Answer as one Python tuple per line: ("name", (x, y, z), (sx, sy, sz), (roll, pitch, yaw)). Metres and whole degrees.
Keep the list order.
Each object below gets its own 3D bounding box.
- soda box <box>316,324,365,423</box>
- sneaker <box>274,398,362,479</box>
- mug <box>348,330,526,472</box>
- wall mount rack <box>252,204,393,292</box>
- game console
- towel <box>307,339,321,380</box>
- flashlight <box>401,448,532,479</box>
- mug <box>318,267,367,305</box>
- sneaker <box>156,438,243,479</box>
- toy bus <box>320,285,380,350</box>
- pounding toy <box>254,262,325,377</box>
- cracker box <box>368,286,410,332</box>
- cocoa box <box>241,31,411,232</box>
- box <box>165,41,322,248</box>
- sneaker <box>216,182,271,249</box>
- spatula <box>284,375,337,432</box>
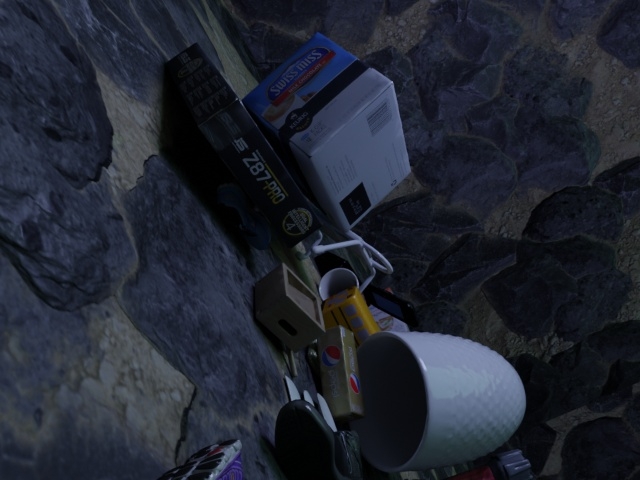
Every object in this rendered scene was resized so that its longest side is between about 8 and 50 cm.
("soda box", (0.039, 0.268, 1.214), (0.058, 0.061, 0.181), (38, 38, -49))
("sneaker", (0.000, 0.306, 0.902), (0.227, 0.087, 0.130), (61, 11, -22))
("mug", (0.244, 0.374, 1.313), (0.328, 0.374, 0.276), (7, 33, -31))
("wall mount rack", (0.000, 0.000, 1.483), (0.350, 0.130, 0.304), (34, -12, 33))
("game console", (0.145, 0.152, 1.814), (0.361, 0.044, 0.213), (24, -23, 44))
("towel", (0.011, 0.274, 1.290), (0.148, 0.027, 0.110), (61, 10, -18))
("flashlight", (0.302, 0.528, 1.297), (0.103, 0.304, 0.103), (-124, -160, -66))
("mug", (0.064, 0.178, 1.731), (0.150, 0.113, 0.169), (-66, 156, -17))
("sneaker", (-0.103, 0.240, 0.576), (0.170, 0.068, 0.071), (24, 45, -78))
("toy bus", (0.104, 0.288, 1.453), (0.332, 0.130, 0.108), (62, 9, -8))
("pounding toy", (-0.058, 0.145, 1.102), (0.141, 0.100, 0.130), (47, 14, -26))
("cracker box", (0.198, 0.282, 1.953), (0.067, 0.156, 0.232), (55, 11, -45))
("cocoa box", (0.026, -0.226, 1.337), (0.228, 0.231, 0.347), (44, -7, 27))
("box", (-0.165, -0.201, 1.230), (0.318, 0.097, 0.395), (54, 1, -37))
("sneaker", (-0.155, -0.032, 1.170), (0.162, 0.063, 0.073), (53, 31, -35))
("spatula", (0.007, 0.360, 1.033), (0.168, 0.019, 0.242), (53, 13, -53))
